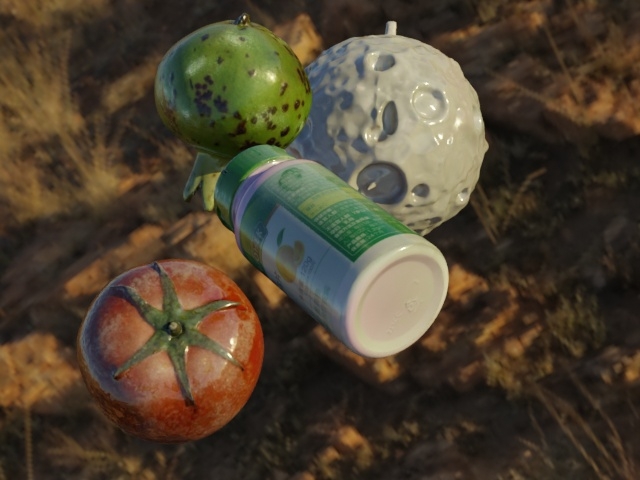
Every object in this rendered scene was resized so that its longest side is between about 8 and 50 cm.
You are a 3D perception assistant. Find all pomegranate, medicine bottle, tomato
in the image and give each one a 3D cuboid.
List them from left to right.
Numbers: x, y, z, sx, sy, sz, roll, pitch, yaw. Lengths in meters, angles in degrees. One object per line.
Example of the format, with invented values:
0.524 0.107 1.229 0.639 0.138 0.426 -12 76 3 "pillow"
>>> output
-0.214 0.160 1.712 0.265 0.265 0.265 -23 33 16 "tomato"
-0.121 -0.170 1.588 0.211 0.211 0.263 33 113 56 "pomegranate"
0.000 0.000 1.242 0.133 0.133 0.274 -40 44 -10 "medicine bottle"

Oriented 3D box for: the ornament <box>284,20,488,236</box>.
0.093 -0.154 1.886 0.337 0.337 0.337 -23 33 16 "ornament"
